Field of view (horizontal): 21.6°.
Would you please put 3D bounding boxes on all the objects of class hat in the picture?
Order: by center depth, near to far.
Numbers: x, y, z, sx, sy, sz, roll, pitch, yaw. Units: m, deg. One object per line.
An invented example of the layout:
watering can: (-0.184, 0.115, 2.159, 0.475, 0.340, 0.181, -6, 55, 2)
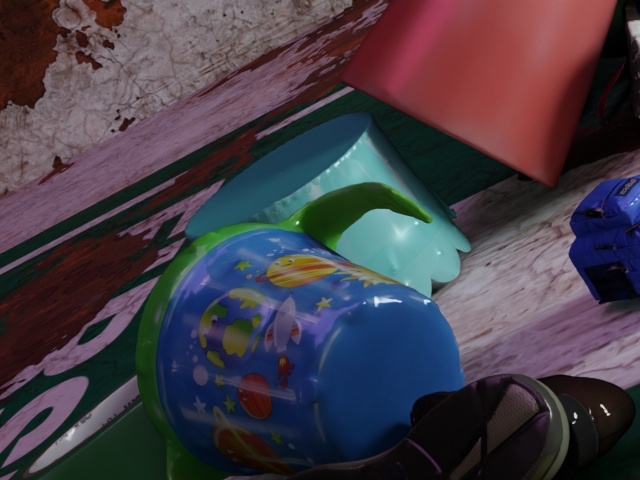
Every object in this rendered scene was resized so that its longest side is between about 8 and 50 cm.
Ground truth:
hat: (0.351, -0.230, 2.069, 0.173, 0.208, 0.183, 24, 92, 32)

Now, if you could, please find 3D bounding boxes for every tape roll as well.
tape roll: (-0.179, 0.188, 1.670, 0.321, 0.077, 0.321, -38, 5, 4)

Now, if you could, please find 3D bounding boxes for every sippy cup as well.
sippy cup: (-0.005, 0.108, 1.445, 0.240, 0.305, 0.224, -8, 11, -36)

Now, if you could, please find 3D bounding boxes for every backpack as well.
backpack: (0.281, -0.004, 1.435, 0.120, 0.101, 0.098, -5, 37, 52)

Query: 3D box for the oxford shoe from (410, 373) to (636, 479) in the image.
oxford shoe: (0.155, 0.145, 1.286, 0.096, 0.083, 0.227, -20, 7, -33)

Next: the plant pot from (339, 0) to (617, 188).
plant pot: (0.189, -0.223, 1.824, 0.243, 0.275, 0.275, -64, 15, 5)

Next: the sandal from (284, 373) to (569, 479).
sandal: (0.068, 0.201, 1.226, 0.303, 0.120, 0.086, -32, -30, 30)

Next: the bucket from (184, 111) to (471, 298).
bucket: (0.000, 0.000, 1.816, 0.281, 0.183, 0.281, -30, 15, 9)

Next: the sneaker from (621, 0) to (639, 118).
sneaker: (0.405, -0.199, 1.818, 0.147, 0.130, 0.330, -5, 14, 9)
